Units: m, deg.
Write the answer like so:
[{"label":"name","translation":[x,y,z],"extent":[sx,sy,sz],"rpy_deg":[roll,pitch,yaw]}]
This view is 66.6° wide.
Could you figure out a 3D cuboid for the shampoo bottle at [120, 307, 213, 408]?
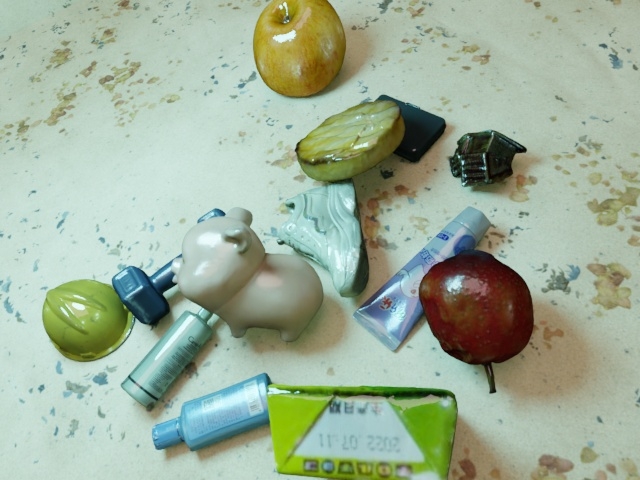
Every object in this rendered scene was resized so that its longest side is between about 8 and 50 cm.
[{"label":"shampoo bottle","translation":[-0.325,0.243,1.097],"extent":[0.085,0.085,0.262],"rpy_deg":[27,66,27]}]

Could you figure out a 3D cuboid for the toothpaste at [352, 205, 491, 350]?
[{"label":"toothpaste","translation":[0.241,0.077,1.103],"extent":[0.371,0.080,0.125],"rpy_deg":[-45,62,-9]}]

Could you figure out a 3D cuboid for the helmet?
[{"label":"helmet","translation":[-0.591,0.167,1.181],"extent":[0.256,0.140,0.205],"rpy_deg":[22,64,22]}]

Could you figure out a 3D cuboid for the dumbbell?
[{"label":"dumbbell","translation":[-0.333,0.063,1.189],"extent":[0.316,0.156,0.143],"rpy_deg":[-36,27,-13]}]

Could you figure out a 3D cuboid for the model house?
[{"label":"model house","translation":[0.403,-0.194,1.235],"extent":[0.165,0.106,0.152],"rpy_deg":[3,63,58]}]

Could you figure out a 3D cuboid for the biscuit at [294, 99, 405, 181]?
[{"label":"biscuit","translation":[0.080,-0.252,1.258],"extent":[0.296,0.102,0.296],"rpy_deg":[-21,33,15]}]

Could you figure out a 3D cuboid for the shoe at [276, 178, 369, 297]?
[{"label":"shoe","translation":[0.000,0.000,1.169],"extent":[0.210,0.132,0.342],"rpy_deg":[-12,50,7]}]

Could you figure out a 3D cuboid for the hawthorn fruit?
[{"label":"hawthorn fruit","translation":[0.311,0.155,0.941],"extent":[0.210,0.230,0.266],"rpy_deg":[-16,69,12]}]

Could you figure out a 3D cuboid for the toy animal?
[{"label":"toy animal","translation":[-0.152,0.079,1.044],"extent":[0.326,0.270,0.237],"rpy_deg":[4,13,-6]}]

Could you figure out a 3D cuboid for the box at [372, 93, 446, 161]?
[{"label":"box","translation":[0.219,-0.320,1.377],"extent":[0.230,0.050,0.160],"rpy_deg":[32,69,29]}]

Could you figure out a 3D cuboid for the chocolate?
[{"label":"chocolate","translation":[0.081,0.325,0.830],"extent":[0.288,0.301,0.137],"rpy_deg":[-1,68,13]}]

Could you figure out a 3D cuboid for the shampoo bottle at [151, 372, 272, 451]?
[{"label":"shampoo bottle","translation":[-0.219,0.364,1.007],"extent":[0.258,0.061,0.104],"rpy_deg":[-19,55,-1]}]

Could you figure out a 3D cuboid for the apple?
[{"label":"apple","translation":[-0.069,-0.610,1.506],"extent":[0.298,0.275,0.299],"rpy_deg":[-5,62,10]}]
